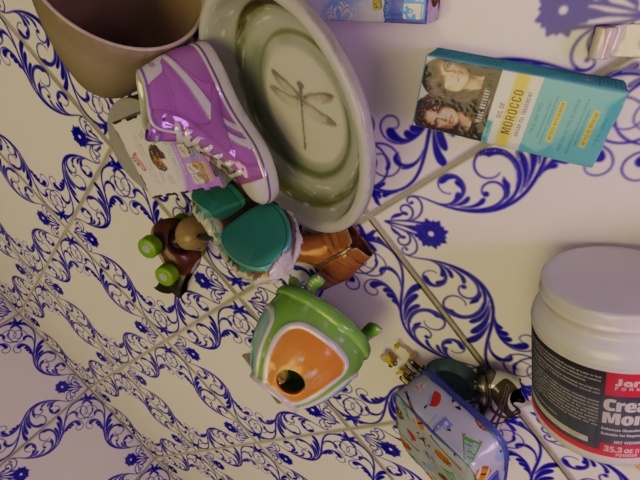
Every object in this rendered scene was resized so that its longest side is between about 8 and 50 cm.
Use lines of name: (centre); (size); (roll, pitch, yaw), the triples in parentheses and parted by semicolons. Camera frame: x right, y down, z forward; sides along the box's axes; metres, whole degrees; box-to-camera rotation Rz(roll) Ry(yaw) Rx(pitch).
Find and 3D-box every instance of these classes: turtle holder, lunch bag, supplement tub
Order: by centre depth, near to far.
supplement tub: (0.415, 0.166, 0.619); (0.190, 0.191, 0.273); (3, 121, 31)
lunch bag: (0.273, 0.429, 0.868); (0.243, 0.114, 0.304); (35, 152, 47)
turtle holder: (-0.049, 0.218, 0.896); (0.243, 0.228, 0.320); (47, 159, -28)

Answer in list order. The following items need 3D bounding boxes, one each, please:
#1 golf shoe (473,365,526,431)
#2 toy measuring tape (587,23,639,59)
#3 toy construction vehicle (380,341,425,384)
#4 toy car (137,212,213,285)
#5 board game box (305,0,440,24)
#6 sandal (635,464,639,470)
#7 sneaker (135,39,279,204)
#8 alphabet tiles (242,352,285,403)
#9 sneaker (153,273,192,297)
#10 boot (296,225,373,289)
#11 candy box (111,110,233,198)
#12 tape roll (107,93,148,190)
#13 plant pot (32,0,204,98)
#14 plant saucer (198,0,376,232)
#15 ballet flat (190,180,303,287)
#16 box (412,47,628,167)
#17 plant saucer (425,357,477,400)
golf shoe: (0.362, 0.339, 0.846); (0.093, 0.077, 0.198); (-1, 125, 24)
toy measuring tape: (0.454, -0.186, 0.412); (0.329, 0.121, 0.122); (14, 126, 25)
toy construction vehicle: (0.189, 0.275, 0.946); (0.098, 0.035, 0.086); (41, 144, 5)
toy car: (-0.297, 0.001, 0.999); (0.188, 0.155, 0.149); (-15, 111, 25)
board game box: (0.008, -0.461, 0.542); (0.317, 0.066, 0.319); (15, 126, 24)
sandal: (0.646, 0.363, 0.681); (0.102, 0.076, 0.265); (39, 132, 4)
sneaker: (-0.191, -0.159, 0.687); (0.102, 0.161, 0.282); (-6, 117, 59)
alphabet tiles: (-0.101, 0.392, 1.220); (0.237, 0.009, 0.198); (-22, 106, 40)
sneaker: (-0.422, 0.110, 1.204); (0.089, 0.051, 0.170); (35, 136, 1)
boot: (0.000, 0.000, 0.857); (0.197, 0.073, 0.152); (42, 131, -9)
candy box: (-0.276, -0.177, 0.813); (0.196, 0.070, 0.165); (-3, 121, 28)
tape roll: (-0.366, -0.214, 0.940); (0.219, 0.072, 0.220); (17, 127, 23)
plant pot: (-0.368, -0.376, 0.742); (0.257, 0.256, 0.274); (54, 148, -10)
plant saucer: (-0.040, -0.205, 0.673); (0.400, 0.100, 0.401); (39, 149, 29)
ballet flat: (-0.131, -0.015, 0.808); (0.409, 0.146, 0.147); (41, 145, 51)
box: (0.257, -0.185, 0.573); (0.244, 0.060, 0.101); (20, 128, 20)
plant saucer: (0.282, 0.307, 0.911); (0.119, 0.021, 0.120); (16, 128, 22)
